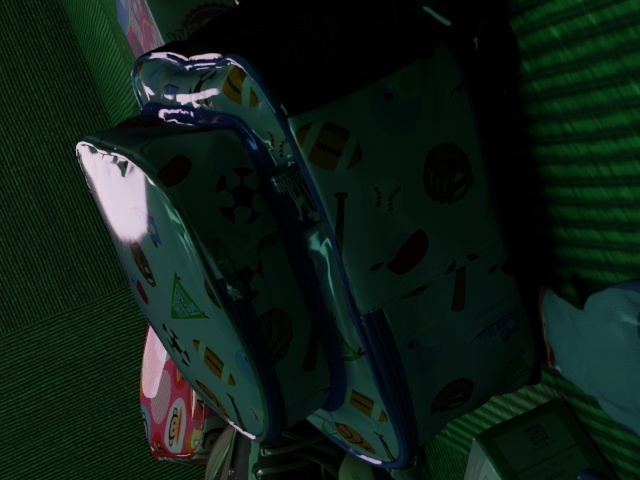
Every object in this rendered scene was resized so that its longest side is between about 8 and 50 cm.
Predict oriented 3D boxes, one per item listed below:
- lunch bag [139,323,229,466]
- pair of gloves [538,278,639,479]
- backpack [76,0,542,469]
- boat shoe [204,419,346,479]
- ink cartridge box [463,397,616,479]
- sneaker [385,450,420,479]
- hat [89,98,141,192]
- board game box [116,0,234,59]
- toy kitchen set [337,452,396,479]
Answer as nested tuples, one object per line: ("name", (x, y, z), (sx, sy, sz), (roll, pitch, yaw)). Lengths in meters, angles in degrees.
("lunch bag", (-0.112, 0.104, 1.164), (0.258, 0.120, 0.293), (156, 120, -64))
("pair of gloves", (0.152, 0.108, 0.468), (0.159, 0.023, 0.198), (-159, 57, -71))
("backpack", (0.000, 0.000, 0.596), (0.263, 0.213, 0.276), (60, 168, -21))
("boat shoe", (-0.019, 0.179, 0.957), (0.130, 0.132, 0.356), (-104, 23, -47))
("ink cartridge box", (0.159, 0.206, 0.588), (0.209, 0.062, 0.109), (59, 165, 31))
("sneaker", (0.078, 0.194, 0.974), (0.069, 0.038, 0.098), (-152, 40, -73))
("hat", (-0.251, -0.148, 1.403), (0.173, 0.183, 0.209), (-123, 13, -55))
("board game box", (-0.094, -0.134, 0.982), (0.224, 0.097, 0.304), (122, 125, -75))
("toy kitchen set", (0.017, 0.206, 1.215), (0.207, 0.166, 0.122), (3, 123, 35))
